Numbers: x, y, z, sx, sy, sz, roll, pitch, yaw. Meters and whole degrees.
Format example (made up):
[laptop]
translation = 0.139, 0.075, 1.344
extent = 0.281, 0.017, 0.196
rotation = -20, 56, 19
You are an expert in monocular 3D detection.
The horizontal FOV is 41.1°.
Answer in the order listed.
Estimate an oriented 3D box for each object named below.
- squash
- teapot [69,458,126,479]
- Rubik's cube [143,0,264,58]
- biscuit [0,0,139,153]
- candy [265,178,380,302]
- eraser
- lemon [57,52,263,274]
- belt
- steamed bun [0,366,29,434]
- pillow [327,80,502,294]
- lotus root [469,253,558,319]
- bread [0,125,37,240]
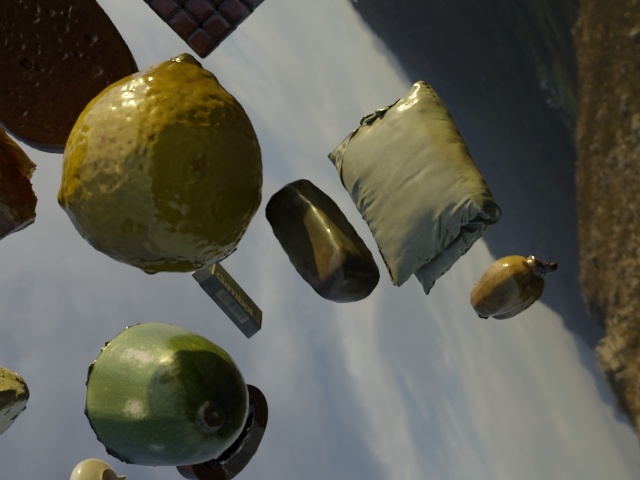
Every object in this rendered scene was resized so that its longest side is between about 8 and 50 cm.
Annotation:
[squash]
translation = -0.261, 0.294, 1.678
extent = 0.310, 0.309, 0.310
rotation = 12, -109, -37
[teapot]
translation = -0.536, 0.597, 2.064
extent = 0.226, 0.092, 0.145
rotation = 16, -127, -68
[Rubik's cube]
translation = -0.197, -0.517, 1.557
extent = 0.238, 0.237, 0.237
rotation = 46, -155, -18
[biscuit]
translation = -0.549, -0.342, 1.643
extent = 0.394, 0.351, 0.070
rotation = 61, 162, 4
[candy]
translation = 0.000, 0.000, 1.404
extent = 0.104, 0.102, 0.234
rotation = 23, -151, -47
[eraser]
translation = -0.219, 0.130, 2.025
extent = 0.212, 0.046, 0.092
rotation = 51, -167, -19
[lemon]
translation = -0.262, -0.125, 1.452
extent = 0.350, 0.350, 0.387
rotation = -44, -30, -77
[belt]
translation = -0.236, 0.467, 2.069
extent = 0.184, 0.105, 0.261
rotation = 41, -118, -25
[steamed bun]
translation = -0.465, 0.221, 1.150
extent = 0.091, 0.112, 0.130
rotation = 40, -167, 9
[pillow]
translation = 0.095, -0.053, 0.847
extent = 0.078, 0.134, 0.181
rotation = 9, -131, -45
[lotus root]
translation = 0.415, 0.095, 1.845
extent = 0.125, 0.221, 0.118
rotation = 1, -127, -40
[bread]
translation = -0.608, -0.149, 1.418
extent = 0.344, 0.195, 0.148
rotation = 53, -146, -17
